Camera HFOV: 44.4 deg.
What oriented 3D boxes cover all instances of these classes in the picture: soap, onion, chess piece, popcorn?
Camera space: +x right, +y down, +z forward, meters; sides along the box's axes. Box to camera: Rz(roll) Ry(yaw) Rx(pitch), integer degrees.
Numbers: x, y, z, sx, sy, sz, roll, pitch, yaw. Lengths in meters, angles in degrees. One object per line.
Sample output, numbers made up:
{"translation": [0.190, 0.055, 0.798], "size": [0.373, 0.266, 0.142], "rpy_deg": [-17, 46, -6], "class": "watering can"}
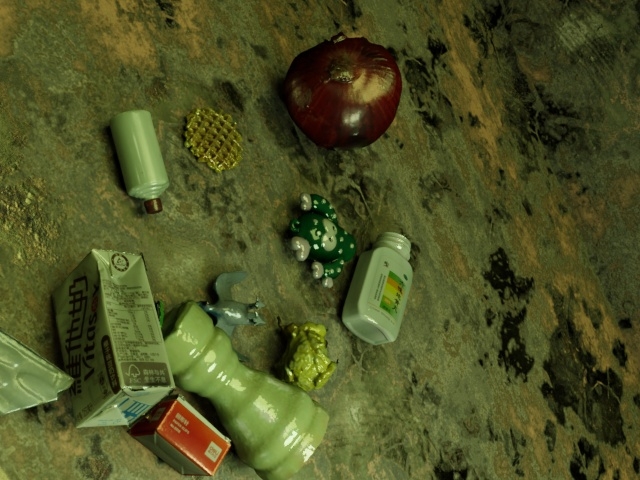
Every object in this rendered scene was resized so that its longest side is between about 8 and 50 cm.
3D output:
{"translation": [-0.641, 0.318, 1.463], "size": [0.258, 0.159, 0.302], "rpy_deg": [44, 51, -25], "class": "soap"}
{"translation": [0.061, -0.411, 2.271], "size": [0.341, 0.341, 0.341], "rpy_deg": [17, 64, -38], "class": "onion"}
{"translation": [-0.206, 0.340, 1.822], "size": [0.442, 0.234, 0.234], "rpy_deg": [45, 49, -14], "class": "chess piece"}
{"translation": [-0.040, 0.287, 2.023], "size": [0.174, 0.168, 0.195], "rpy_deg": [9, 51, -1], "class": "popcorn"}

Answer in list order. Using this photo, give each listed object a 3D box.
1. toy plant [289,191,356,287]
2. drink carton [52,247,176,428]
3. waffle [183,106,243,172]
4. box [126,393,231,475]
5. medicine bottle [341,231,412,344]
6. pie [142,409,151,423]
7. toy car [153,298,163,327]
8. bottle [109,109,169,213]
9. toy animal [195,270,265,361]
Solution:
{"translation": [-0.001, -0.005, 2.200], "size": [0.243, 0.113, 0.232], "rpy_deg": [48, 44, -27], "class": "toy plant"}
{"translation": [-0.431, 0.202, 1.603], "size": [0.132, 0.194, 0.324], "rpy_deg": [11, 49, -45], "class": "drink carton"}
{"translation": [-0.282, -0.272, 2.090], "size": [0.191, 0.038, 0.191], "rpy_deg": [17, 63, -37], "class": "waffle"}
{"translation": [-0.310, 0.433, 1.736], "size": [0.182, 0.133, 0.099], "rpy_deg": [45, 51, -20], "class": "box"}
{"translation": [0.179, 0.132, 2.310], "size": [0.179, 0.124, 0.324], "rpy_deg": [39, 51, -26], "class": "medicine bottle"}
{"translation": [-0.401, 0.299, 1.700], "size": [0.033, 0.088, 0.191], "rpy_deg": [-16, 45, -8], "class": "pie"}
{"translation": [-0.395, 0.182, 1.729], "size": [0.063, 0.165, 0.071], "rpy_deg": [19, 57, -43], "class": "toy car"}
{"translation": [-0.426, -0.183, 1.877], "size": [0.104, 0.104, 0.245], "rpy_deg": [-10, 81, -44], "class": "bottle"}
{"translation": [-0.226, 0.174, 1.954], "size": [0.255, 0.177, 0.239], "rpy_deg": [52, 39, -65], "class": "toy animal"}
